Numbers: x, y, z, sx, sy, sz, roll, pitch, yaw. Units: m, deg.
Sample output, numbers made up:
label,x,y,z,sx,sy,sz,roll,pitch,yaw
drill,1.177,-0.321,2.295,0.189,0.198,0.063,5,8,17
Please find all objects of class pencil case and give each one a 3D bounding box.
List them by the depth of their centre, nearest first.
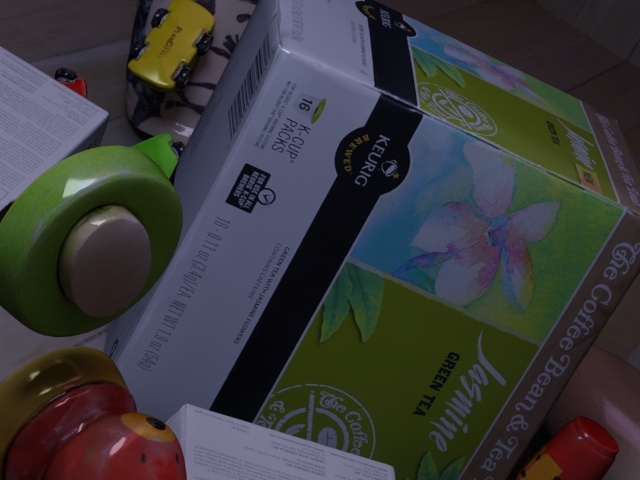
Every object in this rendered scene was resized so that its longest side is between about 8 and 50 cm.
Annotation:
label,x,y,z,sx,sy,sz,roll,pitch,yaw
pencil case,-0.084,-0.281,1.864,0.183,0.410,0.160,5,16,-29

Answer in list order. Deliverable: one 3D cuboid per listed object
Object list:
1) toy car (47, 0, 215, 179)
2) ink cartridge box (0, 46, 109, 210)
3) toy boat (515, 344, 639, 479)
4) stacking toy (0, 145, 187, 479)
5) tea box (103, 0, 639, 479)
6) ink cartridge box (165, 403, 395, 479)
label,x,y,z,sx,sy,sz,roll,pitch,yaw
toy car,-0.174,-0.098,1.738,0.239,0.053,0.225,-24,71,-15
ink cartridge box,-0.326,-0.087,1.614,0.189,0.066,0.232,32,48,9
toy boat,0.230,0.203,1.553,0.267,0.148,0.318,44,19,22
stacking toy,-0.182,0.095,1.105,0.309,0.279,0.130,-5,39,-47
tea box,0.039,0.013,1.455,0.323,0.329,0.220,23,23,-13
ink cartridge box,-0.029,0.235,1.300,0.181,0.056,0.225,20,43,-21
